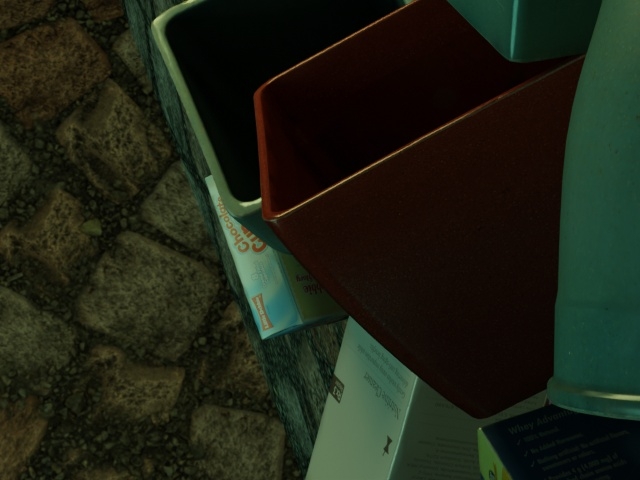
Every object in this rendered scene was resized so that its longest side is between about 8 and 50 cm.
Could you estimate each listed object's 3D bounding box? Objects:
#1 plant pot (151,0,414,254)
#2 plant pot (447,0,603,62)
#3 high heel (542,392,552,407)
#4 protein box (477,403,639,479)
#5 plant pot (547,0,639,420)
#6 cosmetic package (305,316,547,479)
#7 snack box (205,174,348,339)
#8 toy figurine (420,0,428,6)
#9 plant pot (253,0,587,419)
[{"bbox_3d":[0.013,-0.123,1.798,0.252,0.247,0.248,58,-172,-63],"label":"plant pot"},{"bbox_3d":[0.164,-0.258,1.086,0.165,0.165,0.234,-124,27,-53],"label":"plant pot"},{"bbox_3d":[0.279,0.204,1.468,0.181,0.127,0.377,29,140,30],"label":"high heel"},{"bbox_3d":[0.247,0.217,1.292,0.201,0.200,0.136,-121,18,-49],"label":"protein box"},{"bbox_3d":[0.240,-0.054,0.839,0.271,0.272,0.255,-178,86,-78],"label":"plant pot"},{"bbox_3d":[0.090,0.253,1.805,0.217,0.156,0.385,-141,64,-68],"label":"cosmetic package"},{"bbox_3d":[0.000,0.000,2.007,0.322,0.060,0.187,-8,-104,-63],"label":"snack box"},{"bbox_3d":[0.121,-0.285,1.399,0.159,0.130,0.173,-107,29,-47],"label":"toy figurine"},{"bbox_3d":[0.128,-0.034,1.287,0.235,0.267,0.267,58,-170,-22],"label":"plant pot"}]
